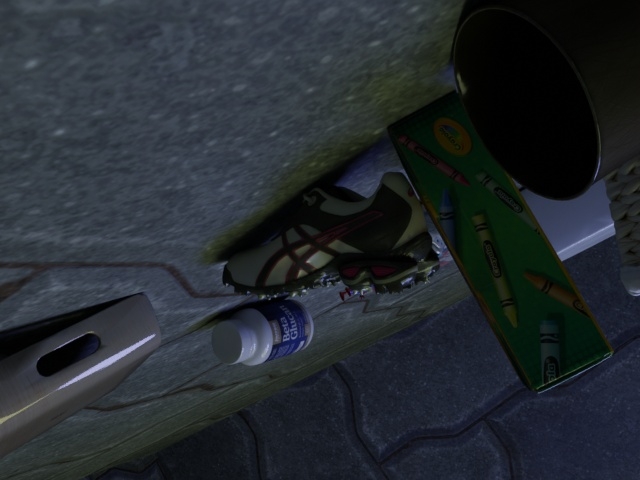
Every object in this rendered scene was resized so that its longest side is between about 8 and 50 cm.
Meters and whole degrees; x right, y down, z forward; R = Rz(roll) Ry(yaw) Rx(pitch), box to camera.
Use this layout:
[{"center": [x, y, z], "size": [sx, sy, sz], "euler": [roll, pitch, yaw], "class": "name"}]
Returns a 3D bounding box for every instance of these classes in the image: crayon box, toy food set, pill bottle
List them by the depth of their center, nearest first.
[{"center": [0.175, 0.007, 0.700], "size": [0.081, 0.278, 0.165], "euler": [-29, 166, 8], "class": "crayon box"}, {"center": [-0.344, 0.177, 0.851], "size": [0.220, 0.092, 0.306], "euler": [-29, 173, -40], "class": "toy food set"}, {"center": [-0.097, 0.154, 1.149], "size": [0.094, 0.094, 0.169], "euler": [-35, 164, 34], "class": "pill bottle"}]

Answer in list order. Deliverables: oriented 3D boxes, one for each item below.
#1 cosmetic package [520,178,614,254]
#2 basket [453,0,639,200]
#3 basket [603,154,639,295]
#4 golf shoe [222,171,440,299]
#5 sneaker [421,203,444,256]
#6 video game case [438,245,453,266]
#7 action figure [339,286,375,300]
[{"center": [0.478, -0.058, 1.291], "size": [0.224, 0.138, 0.225], "euler": [-33, 166, 29], "class": "cosmetic package"}, {"center": [0.241, -0.151, 0.514], "size": [0.227, 0.154, 0.204], "euler": [-29, -176, -3], "class": "basket"}, {"center": [0.559, -0.108, 0.818], "size": [0.331, 0.266, 0.328], "euler": [-11, 175, -30], "class": "basket"}, {"center": [0.000, 0.000, 0.763], "size": [0.273, 0.120, 0.105], "euler": [-8, -175, 35], "class": "golf shoe"}, {"center": [0.166, -0.016, 1.016], "size": [0.191, 0.083, 0.071], "euler": [-18, 163, -32], "class": "sneaker"}, {"center": [0.255, 0.028, 1.459], "size": [0.201, 0.023, 0.183], "euler": [-15, 163, -38], "class": "video game case"}, {"center": [0.091, 0.102, 1.433], "size": [0.115, 0.030, 0.038], "euler": [-16, 158, -42], "class": "action figure"}]
